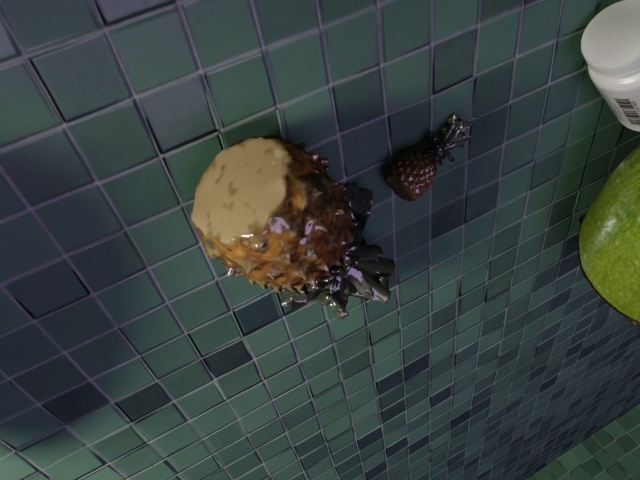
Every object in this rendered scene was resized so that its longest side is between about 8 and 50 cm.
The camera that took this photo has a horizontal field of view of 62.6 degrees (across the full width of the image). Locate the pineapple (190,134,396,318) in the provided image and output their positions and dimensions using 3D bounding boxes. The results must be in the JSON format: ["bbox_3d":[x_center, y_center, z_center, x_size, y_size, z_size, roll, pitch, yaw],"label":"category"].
[{"bbox_3d":[0.000,0.000,0.591,0.310,0.141,0.170,39,76,-55],"label":"pineapple"}]

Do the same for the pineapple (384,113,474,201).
[{"bbox_3d":[0.135,-0.107,0.650,0.124,0.058,0.058,-48,139,-9],"label":"pineapple"}]

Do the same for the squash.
[{"bbox_3d":[0.564,-0.032,0.765,0.310,0.310,0.309,-39,156,2],"label":"squash"}]

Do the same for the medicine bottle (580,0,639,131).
[{"bbox_3d":[0.418,-0.224,0.690,0.186,0.103,0.103,21,113,-43],"label":"medicine bottle"}]
